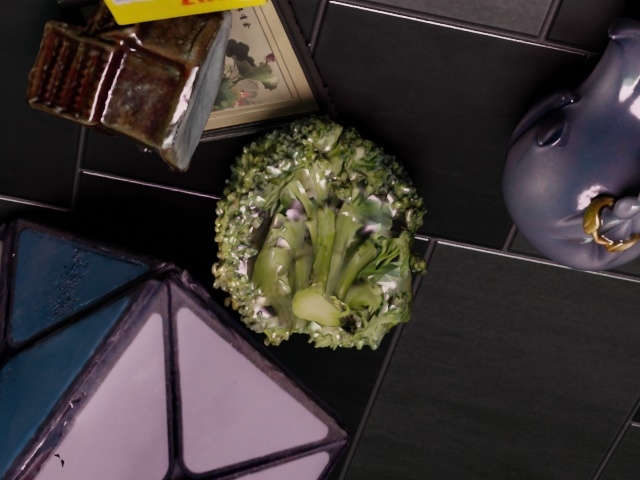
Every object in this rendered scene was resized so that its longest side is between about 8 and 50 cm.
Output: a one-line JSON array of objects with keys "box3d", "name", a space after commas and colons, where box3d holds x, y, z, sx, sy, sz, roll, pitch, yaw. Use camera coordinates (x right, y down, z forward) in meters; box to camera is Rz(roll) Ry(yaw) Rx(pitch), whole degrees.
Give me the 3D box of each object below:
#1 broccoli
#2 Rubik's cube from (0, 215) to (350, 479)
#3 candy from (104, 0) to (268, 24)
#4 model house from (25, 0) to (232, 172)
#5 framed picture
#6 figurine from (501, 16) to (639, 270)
[{"box3d": [0.000, -0.003, 1.580, 0.198, 0.176, 0.226, -2, 161, -7], "name": "broccoli"}, {"box3d": [-0.210, 0.184, 1.646, 0.310, 0.305, 0.307, 42, 165, -36], "name": "Rubik's cube"}, {"box3d": [-0.143, -0.292, 1.314, 0.146, 0.088, 0.276, -5, 141, 21], "name": "candy"}, {"box3d": [-0.164, -0.149, 1.487, 0.152, 0.106, 0.165, 21, 102, 1], "name": "model house"}, {"box3d": [-0.104, -0.160, 1.534, 0.199, 0.010, 0.195, -9, 137, 16], "name": "framed picture"}, {"box3d": [0.267, -0.085, 1.465, 0.175, 0.197, 0.265, 46, 140, 10], "name": "figurine"}]
